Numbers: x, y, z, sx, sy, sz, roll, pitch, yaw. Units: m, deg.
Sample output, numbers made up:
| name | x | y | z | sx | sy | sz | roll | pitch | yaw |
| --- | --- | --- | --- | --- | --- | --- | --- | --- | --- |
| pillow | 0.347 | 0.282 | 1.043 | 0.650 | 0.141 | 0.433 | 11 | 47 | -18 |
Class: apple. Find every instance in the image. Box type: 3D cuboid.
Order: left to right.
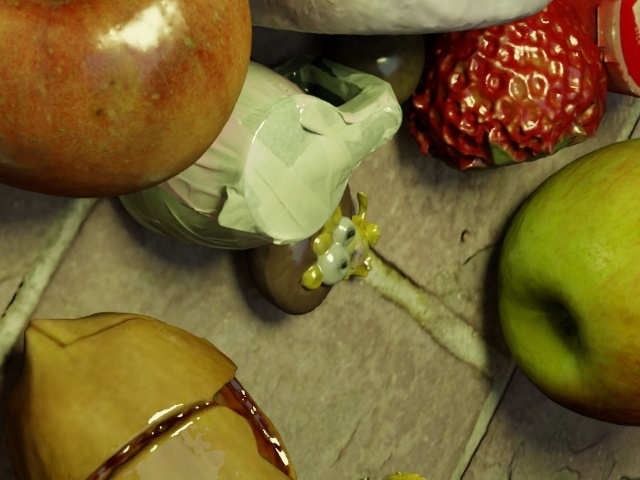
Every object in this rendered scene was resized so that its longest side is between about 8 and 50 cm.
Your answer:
| name | x | y | z | sx | sy | sz | roll | pitch | yaw |
| --- | --- | --- | --- | --- | --- | --- | --- | --- | --- |
| apple | -0.176 | -0.139 | 0.789 | 0.253 | 0.253 | 0.253 | -15 | 113 | -40 |
| apple | 0.368 | 0.048 | 1.295 | 0.340 | 0.339 | 0.339 | -15 | 113 | -40 |

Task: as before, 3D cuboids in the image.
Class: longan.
| name | x | y | z | sx | sy | sz | roll | pitch | yaw |
| --- | --- | --- | --- | --- | --- | --- | --- | --- | --- |
| longan | 0.049 | -0.173 | 1.082 | 0.113 | 0.092 | 0.113 | -19 | 125 | -28 |

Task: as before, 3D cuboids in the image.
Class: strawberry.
| name | x | y | z | sx | sy | sz | roll | pitch | yaw |
| --- | --- | --- | --- | --- | --- | --- | --- | --- | --- |
| strawberry | 0.178 | -0.196 | 1.165 | 0.205 | 0.205 | 0.244 | -14 | 90 | -41 |

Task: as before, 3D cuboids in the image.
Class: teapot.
| name | x | y | z | sx | sy | sz | roll | pitch | yaw |
| --- | --- | --- | --- | --- | --- | --- | --- | --- | --- |
| teapot | -0.044 | -0.070 | 0.965 | 0.222 | 0.178 | 0.163 | -7 | 108 | -44 |

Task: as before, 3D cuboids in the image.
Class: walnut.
| name | x | y | z | sx | sy | sz | roll | pitch | yaw |
| --- | --- | --- | --- | --- | --- | --- | --- | --- | --- |
| walnut | -0.145 | 0.177 | 0.940 | 0.298 | 0.203 | 0.203 | 49 | 68 | -23 |

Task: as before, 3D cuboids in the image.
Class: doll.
| name | x | y | z | sx | sy | sz | roll | pitch | yaw |
| --- | --- | --- | --- | --- | --- | --- | --- | --- | --- |
| doll | 0.003 | -0.009 | 1.095 | 0.188 | 0.096 | 0.145 | -24 | 126 | -48 |

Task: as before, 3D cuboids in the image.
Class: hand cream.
| name | x | y | z | sx | sy | sz | roll | pitch | yaw |
| --- | --- | --- | --- | --- | --- | --- | --- | --- | --- |
| hand cream | 0.331 | -0.276 | 1.286 | 0.230 | 0.149 | 0.230 | -17 | 115 | -42 |

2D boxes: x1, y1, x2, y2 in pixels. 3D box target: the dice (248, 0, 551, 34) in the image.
| name | x | y | z | sx | sy | sz | roll | pitch | yaw |
| --- | --- | --- | --- | --- | --- | --- | --- | --- | --- |
| dice | 0.046 | -0.311 | 0.911 | 0.271 | 0.270 | 0.270 | -16 | 114 | -40 |

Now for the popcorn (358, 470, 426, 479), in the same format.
| name | x | y | z | sx | sy | sz | roll | pitch | yaw |
| --- | --- | --- | --- | --- | --- | --- | --- | --- | --- |
| popcorn | 0.076 | 0.287 | 1.276 | 0.084 | 0.084 | 0.084 | -15 | 113 | -40 |
